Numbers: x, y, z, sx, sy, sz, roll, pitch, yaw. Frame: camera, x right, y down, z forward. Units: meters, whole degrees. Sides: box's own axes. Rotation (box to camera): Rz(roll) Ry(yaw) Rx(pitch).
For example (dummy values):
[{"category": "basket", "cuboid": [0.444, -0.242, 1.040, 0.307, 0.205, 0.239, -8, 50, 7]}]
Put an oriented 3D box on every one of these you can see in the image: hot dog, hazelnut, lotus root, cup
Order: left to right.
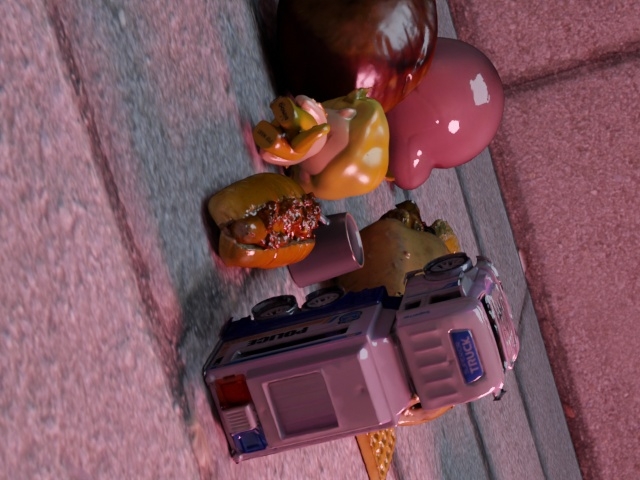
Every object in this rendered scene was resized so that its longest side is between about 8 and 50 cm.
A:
[{"category": "hot dog", "cuboid": [-0.049, -0.023, 1.594, 0.249, 0.076, 0.102, -9, 81, -76]}, {"category": "cup", "cuboid": [0.000, 0.000, 1.761, 0.078, 0.077, 0.100, -90, 160, -47]}, {"category": "hazelnut", "cuboid": [0.037, -0.248, 1.957, 0.229, 0.229, 0.229, -15, 90, -76]}, {"category": "lotus root", "cuboid": [0.096, 0.081, 1.895, 0.169, 0.151, 0.342, 22, 39, -21]}]

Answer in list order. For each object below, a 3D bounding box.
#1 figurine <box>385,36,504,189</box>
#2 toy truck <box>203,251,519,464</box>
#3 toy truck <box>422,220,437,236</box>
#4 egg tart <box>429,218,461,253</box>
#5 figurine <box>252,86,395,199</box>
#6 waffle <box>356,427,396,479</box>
[{"category": "figurine", "cuboid": [0.189, -0.240, 2.488, 0.269, 0.211, 0.261, -65, 138, -69]}, {"category": "toy truck", "cuboid": [0.041, 0.112, 1.409, 0.155, 0.268, 0.124, -59, 133, -69]}, {"category": "toy truck", "cuboid": [0.119, 0.096, 2.064, 0.252, 0.114, 0.107, -89, 160, -44]}, {"category": "egg tart", "cuboid": [0.190, 0.066, 2.456, 0.197, 0.078, 0.197, -14, 90, -74]}, {"category": "figurine", "cuboid": [0.008, -0.116, 1.801, 0.131, 0.156, 0.246, 44, 18, 24]}, {"category": "waffle", "cuboid": [0.069, 0.239, 1.906, 0.135, 0.021, 0.092, -67, 141, -68]}]
